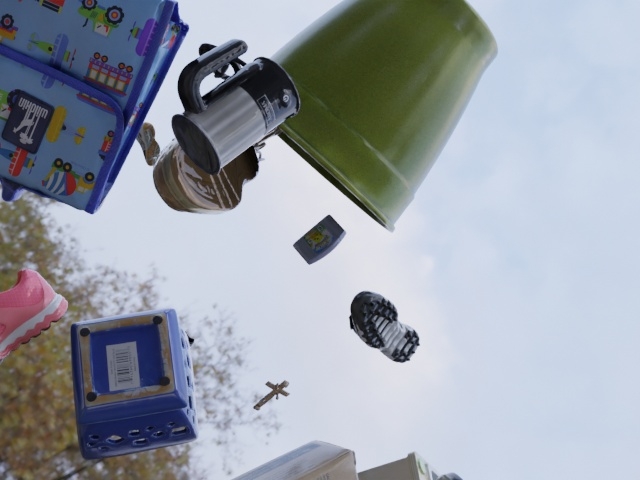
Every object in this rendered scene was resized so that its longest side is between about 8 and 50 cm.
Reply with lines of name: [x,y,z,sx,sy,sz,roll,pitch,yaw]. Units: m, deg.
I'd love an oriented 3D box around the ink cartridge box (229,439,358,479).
ink cartridge box: [-0.034,0.390,1.048,0.088,0.193,0.234,-1,-77,54]

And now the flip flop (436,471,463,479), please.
flip flop: [0.193,0.434,1.085,0.112,0.080,0.277,120,-49,-69]

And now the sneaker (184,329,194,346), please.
sneaker: [-0.318,0.199,1.880,0.044,0.040,0.109,-27,-56,26]

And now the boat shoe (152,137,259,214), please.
boat shoe: [-0.177,-0.093,1.230,0.110,0.341,0.121,-19,-83,13]

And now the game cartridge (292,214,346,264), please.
game cartridge: [0.000,0.000,1.432,0.056,0.083,0.017,48,-3,32]

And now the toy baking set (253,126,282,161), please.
toy baking set: [-0.158,-0.140,1.577,0.030,0.197,0.256,58,-36,6]

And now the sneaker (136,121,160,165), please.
sneaker: [-0.312,-0.175,1.550,0.037,0.032,0.083,18,-57,37]

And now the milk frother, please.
milk frother: [-0.125,-0.167,1.038,0.143,0.135,0.129,1,-54,58]

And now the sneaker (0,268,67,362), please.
sneaker: [-0.659,0.173,1.692,0.116,0.314,0.136,-8,-62,54]

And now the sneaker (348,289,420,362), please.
sneaker: [0.081,0.130,1.413,0.106,0.234,0.078,32,-97,32]

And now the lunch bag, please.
lunch bag: [-0.322,-0.184,1.039,0.221,0.138,0.293,23,-90,-2]

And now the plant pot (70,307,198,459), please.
plant pot: [-0.363,0.267,1.659,0.212,0.236,0.236,100,-19,-60]

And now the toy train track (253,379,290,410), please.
toy train track: [-0.082,0.261,1.431,0.048,0.014,0.083,34,-61,-25]

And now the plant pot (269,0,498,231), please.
plant pot: [0.101,-0.264,1.461,0.366,0.366,0.353,42,-89,19]

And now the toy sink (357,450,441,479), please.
toy sink: [0.186,0.532,1.780,0.234,0.153,0.131,-23,-130,18]

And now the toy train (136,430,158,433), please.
toy train: [-0.406,0.360,1.952,0.125,0.166,0.046,3,-26,1]
